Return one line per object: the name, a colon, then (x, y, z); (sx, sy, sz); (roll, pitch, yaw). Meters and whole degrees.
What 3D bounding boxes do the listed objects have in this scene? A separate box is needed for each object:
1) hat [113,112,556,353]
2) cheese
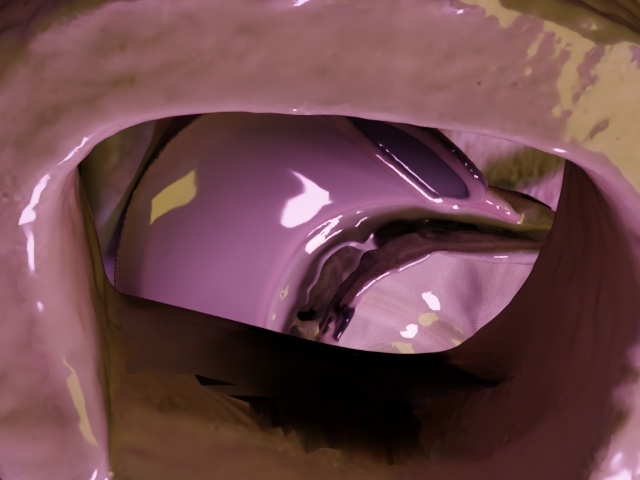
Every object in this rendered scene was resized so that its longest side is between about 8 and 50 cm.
hat: (0.000, 0.019, 0.904); (0.226, 0.164, 0.219); (41, 99, -13)
cheese: (-0.001, 0.004, 0.705); (0.332, 0.153, 0.292); (13, 118, -11)
